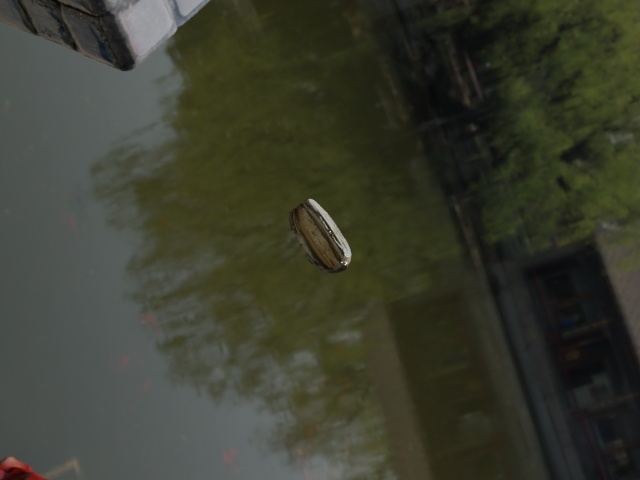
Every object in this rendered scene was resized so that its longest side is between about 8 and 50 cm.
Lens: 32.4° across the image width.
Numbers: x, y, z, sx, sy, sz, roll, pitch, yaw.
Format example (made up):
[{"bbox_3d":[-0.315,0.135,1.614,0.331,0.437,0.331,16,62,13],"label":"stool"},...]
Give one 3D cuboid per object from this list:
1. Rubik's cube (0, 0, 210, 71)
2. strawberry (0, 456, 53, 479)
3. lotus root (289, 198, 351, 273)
[{"bbox_3d":[-0.160,-0.289,0.723,0.237,0.238,0.237,27,-29,33],"label":"Rubik's cube"},{"bbox_3d":[-0.174,0.300,0.569,0.345,0.295,0.317,109,-31,-56],"label":"strawberry"},{"bbox_3d":[0.001,0.000,1.092,0.030,0.037,0.083,13,40,-58],"label":"lotus root"}]
